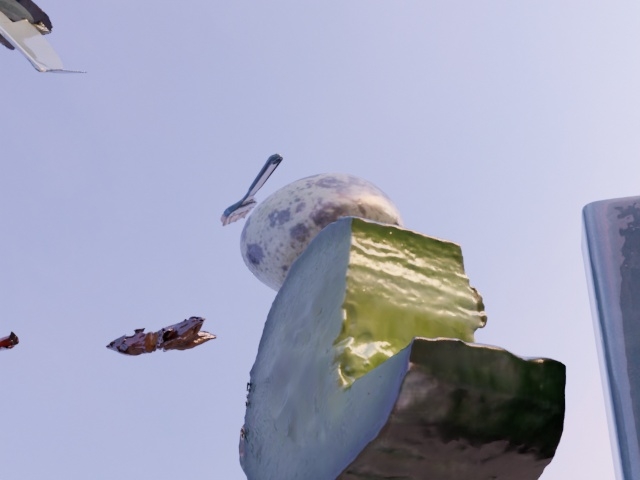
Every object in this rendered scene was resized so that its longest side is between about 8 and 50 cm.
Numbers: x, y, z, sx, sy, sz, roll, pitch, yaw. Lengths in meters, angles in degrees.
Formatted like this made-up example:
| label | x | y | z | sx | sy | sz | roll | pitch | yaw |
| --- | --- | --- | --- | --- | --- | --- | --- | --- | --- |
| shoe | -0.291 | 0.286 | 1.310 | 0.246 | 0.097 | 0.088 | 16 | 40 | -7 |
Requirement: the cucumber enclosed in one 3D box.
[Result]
| label | x | y | z | sx | sy | sz | roll | pitch | yaw |
| --- | --- | --- | --- | --- | --- | --- | --- | --- | --- |
| cucumber | 0.039 | 0.089 | 0.415 | 0.130 | 0.191 | 0.191 | 21 | -74 | -30 |

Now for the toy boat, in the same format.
| label | x | y | z | sx | sy | sz | roll | pitch | yaw |
| --- | --- | --- | --- | --- | --- | --- | --- | --- | --- |
| toy boat | -0.440 | -0.308 | 0.867 | 0.210 | 0.291 | 0.070 | 26 | -74 | -43 |

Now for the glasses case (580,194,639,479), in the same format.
| label | x | y | z | sx | sy | sz | roll | pitch | yaw |
| --- | --- | --- | --- | --- | --- | --- | --- | --- | --- |
| glasses case | 0.187 | 0.099 | 0.319 | 0.105 | 0.266 | 0.056 | -22 | -35 | 40 |

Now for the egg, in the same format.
| label | x | y | z | sx | sy | sz | roll | pitch | yaw |
| --- | --- | --- | --- | --- | --- | --- | --- | --- | --- |
| egg | 0.000 | 0.000 | 0.645 | 0.172 | 0.132 | 0.132 | -6 | -42 | 17 |

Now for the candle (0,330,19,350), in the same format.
| label | x | y | z | sx | sy | sz | roll | pitch | yaw |
| --- | --- | --- | --- | --- | --- | --- | --- | --- | --- |
| candle | -0.543 | 0.176 | 1.048 | 0.167 | 0.021 | 0.026 | -17 | -47 | 32 |

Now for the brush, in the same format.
| label | x | y | z | sx | sy | sz | roll | pitch | yaw |
| --- | --- | --- | --- | --- | --- | --- | --- | --- | --- |
| brush | -0.089 | -0.066 | 0.845 | 0.051 | 0.014 | 0.164 | -27 | -11 | -40 |

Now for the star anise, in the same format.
| label | x | y | z | sx | sy | sz | roll | pitch | yaw |
| --- | --- | --- | --- | --- | --- | --- | --- | --- | --- |
| star anise | -0.274 | 0.181 | 1.198 | 0.212 | 0.053 | 0.157 | -22 | -19 | 32 |
